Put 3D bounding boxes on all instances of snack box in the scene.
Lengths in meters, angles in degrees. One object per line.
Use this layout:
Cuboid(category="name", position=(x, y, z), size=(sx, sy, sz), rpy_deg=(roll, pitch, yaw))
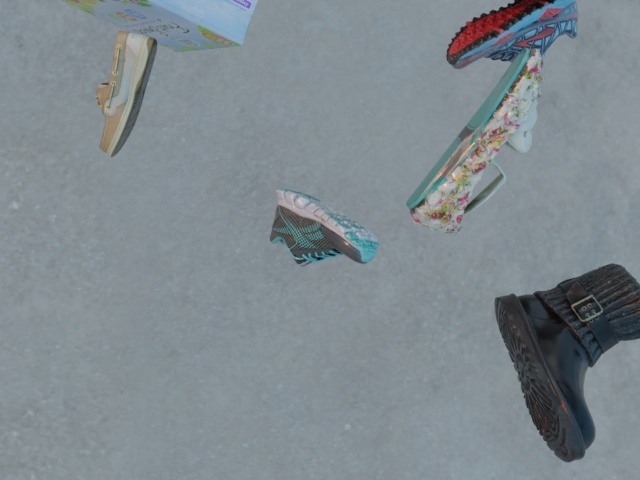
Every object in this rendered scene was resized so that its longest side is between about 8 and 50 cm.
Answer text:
Cuboid(category="snack box", position=(-0.195, -0.284, 0.952), size=(0.174, 0.207, 0.070), rpy_deg=(19, 90, -33))

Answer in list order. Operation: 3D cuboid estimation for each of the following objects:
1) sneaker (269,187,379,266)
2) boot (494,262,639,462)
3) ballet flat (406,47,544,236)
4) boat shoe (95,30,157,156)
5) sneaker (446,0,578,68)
Cuboid(category="sneaker", position=(0.000, 0.000, 0.943), size=(0.065, 0.166, 0.076), rpy_deg=(12, 104, -42))
Cuboid(category="boot", position=(0.483, 0.202, 1.462), size=(0.131, 0.260, 0.348), rpy_deg=(81, -4, -54))
Cuboid(category="ballet flat", position=(0.194, -0.106, 0.953), size=(0.077, 0.241, 0.091), rpy_deg=(33, 20, -7))
Cuboid(category="boat shoe", position=(-0.213, -0.156, 0.871), size=(0.045, 0.050, 0.135), rpy_deg=(21, 105, -5))
Cuboid(category="sneaker", position=(0.352, -0.353, 1.464), size=(0.261, 0.104, 0.125), rpy_deg=(-27, 120, -3))
